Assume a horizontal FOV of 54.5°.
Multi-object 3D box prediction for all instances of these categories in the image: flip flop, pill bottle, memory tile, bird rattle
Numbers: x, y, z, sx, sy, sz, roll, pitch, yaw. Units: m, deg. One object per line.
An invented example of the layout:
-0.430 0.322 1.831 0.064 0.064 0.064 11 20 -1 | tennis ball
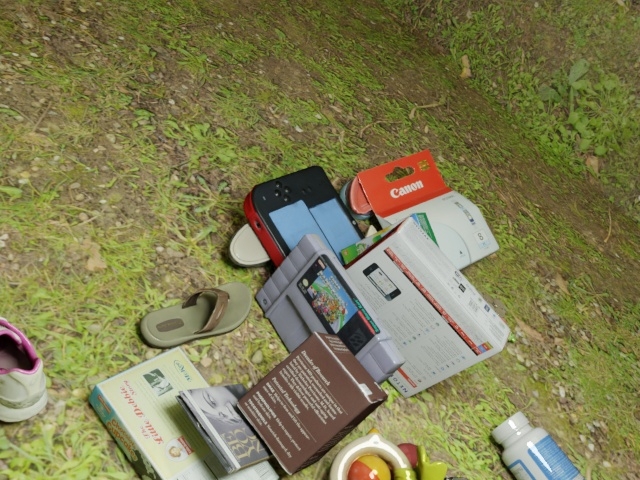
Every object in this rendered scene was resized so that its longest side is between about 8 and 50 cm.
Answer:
-0.252 0.148 1.323 0.277 0.080 0.112 -14 57 -44 | flip flop
0.498 0.509 1.425 0.124 0.124 0.221 -11 56 -43 | pill bottle
0.503 0.215 1.846 0.113 0.012 0.148 24 38 -11 | memory tile
0.105 0.473 1.152 0.254 0.143 0.207 -38 69 -17 | bird rattle

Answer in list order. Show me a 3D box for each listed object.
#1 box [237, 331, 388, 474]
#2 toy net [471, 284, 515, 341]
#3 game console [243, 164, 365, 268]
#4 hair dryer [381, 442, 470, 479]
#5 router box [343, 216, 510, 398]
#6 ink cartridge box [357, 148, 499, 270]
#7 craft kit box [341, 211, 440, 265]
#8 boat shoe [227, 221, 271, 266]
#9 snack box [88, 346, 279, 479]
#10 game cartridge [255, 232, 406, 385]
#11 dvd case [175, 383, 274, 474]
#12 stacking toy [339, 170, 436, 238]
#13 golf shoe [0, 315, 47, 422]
-0.011 0.304 1.180 0.167 0.203 0.168 48 4 20 | box
0.477 0.198 1.798 0.122 0.045 0.232 -6 51 -39 | toy net
0.000 0.000 1.597 0.342 0.060 0.386 -28 86 -48 | game console
0.184 0.512 1.233 0.294 0.080 0.223 26 39 -6 | hair dryer
0.195 0.160 1.394 0.335 0.301 0.082 49 39 -2 | router box
0.322 -0.083 1.837 0.308 0.091 0.384 -22 83 -31 | ink cartridge box
0.191 0.092 1.503 0.061 0.247 0.249 -6 73 -53 | craft kit box
-0.136 -0.015 1.597 0.112 0.095 0.335 52 42 -4 | boat shoe
-0.244 0.356 1.114 0.322 0.060 0.187 47 37 18 | snack box
0.009 0.183 1.348 0.068 0.230 0.355 -4 49 -47 | game cartridge
-0.153 0.333 1.130 0.164 0.018 0.221 48 11 21 | dvd case
0.200 -0.058 1.897 0.309 0.130 0.279 9 69 -24 | stacking toy
-0.562 0.158 1.045 0.306 0.140 0.115 41 39 12 | golf shoe
